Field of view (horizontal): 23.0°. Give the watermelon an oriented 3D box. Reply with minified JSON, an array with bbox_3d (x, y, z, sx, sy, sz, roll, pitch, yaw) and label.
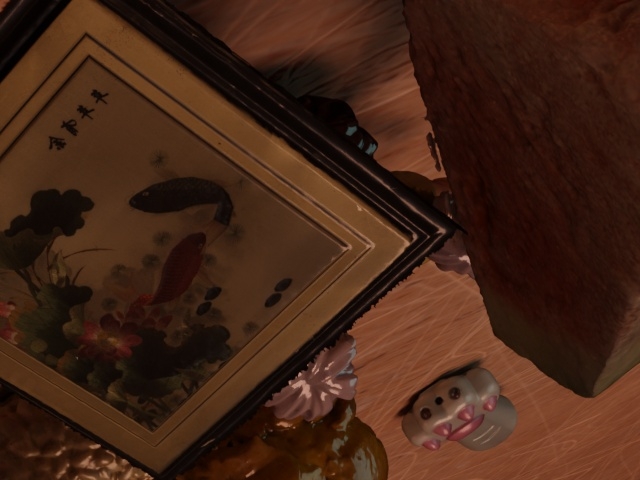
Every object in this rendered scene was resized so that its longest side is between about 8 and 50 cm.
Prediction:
[{"bbox_3d":[0.134,-0.092,0.636,0.310,0.193,0.232,-47,153,16],"label":"watermelon"}]

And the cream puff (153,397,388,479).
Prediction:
[{"bbox_3d":[-0.058,0.138,0.984,0.189,0.129,0.189,-20,-179,1],"label":"cream puff"}]

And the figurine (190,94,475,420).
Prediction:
[{"bbox_3d":[-0.001,-0.001,0.766,0.175,0.115,0.240,-42,151,28],"label":"figurine"}]

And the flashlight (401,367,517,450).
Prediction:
[{"bbox_3d":[0.136,0.162,1.430,0.093,0.047,0.200,-36,159,8],"label":"flashlight"}]

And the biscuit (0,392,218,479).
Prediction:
[{"bbox_3d":[-0.124,0.105,0.880,0.168,0.082,0.070,-29,157,-7],"label":"biscuit"}]

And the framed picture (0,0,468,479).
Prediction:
[{"bbox_3d":[-0.079,0.002,0.634,0.199,0.010,0.195,36,116,-22],"label":"framed picture"}]
